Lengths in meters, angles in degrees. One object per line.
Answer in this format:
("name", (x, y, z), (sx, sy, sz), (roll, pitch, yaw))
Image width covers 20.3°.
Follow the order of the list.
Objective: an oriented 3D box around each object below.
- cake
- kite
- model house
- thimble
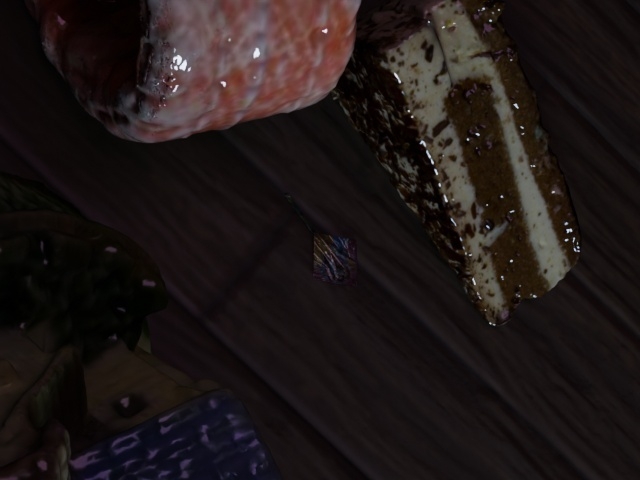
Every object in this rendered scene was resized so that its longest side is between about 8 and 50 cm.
("cake", (0.092, -0.073, 1.314), (0.112, 0.135, 0.246), (-35, 119, -20))
("kite", (0.005, -0.002, 1.266), (0.044, 0.002, 0.078), (-13, 79, -30))
("model house", (-0.162, 0.128, 0.932), (0.321, 0.266, 0.261), (-22, 124, -34))
("thimble", (-0.087, -0.185, 1.156), (0.162, 0.239, 0.239), (-20, 82, -29))
